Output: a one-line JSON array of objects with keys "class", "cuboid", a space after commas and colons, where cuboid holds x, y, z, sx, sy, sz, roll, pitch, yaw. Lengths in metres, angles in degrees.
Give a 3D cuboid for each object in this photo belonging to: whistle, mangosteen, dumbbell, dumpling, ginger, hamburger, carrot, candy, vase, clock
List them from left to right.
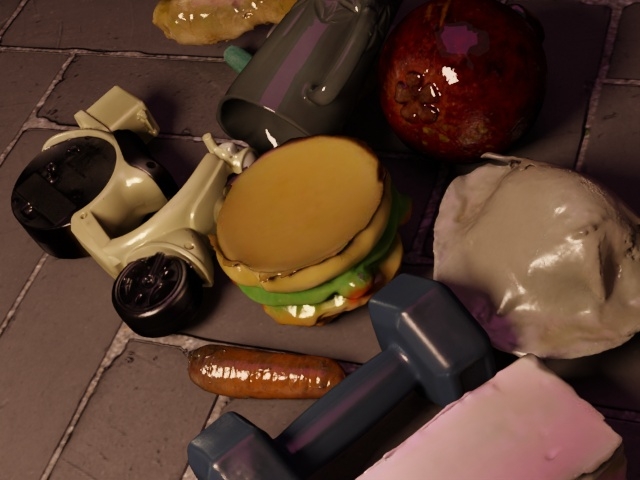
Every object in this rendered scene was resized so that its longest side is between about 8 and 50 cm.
[{"class": "clock", "cuboid": [-0.233, -0.052, 1.403, 0.379, 0.120, 0.276, 31, 70, 36]}, {"class": "whistle", "cuboid": [-0.078, -0.231, 1.558, 0.039, 0.039, 0.186, -35, 50, -14]}, {"class": "carrot", "cuboid": [-0.059, 0.152, 1.213, 0.186, 0.060, 0.060, 5, 52, 14]}, {"class": "ginger", "cuboid": [-0.011, -0.376, 1.539, 0.348, 0.122, 0.363, 32, 80, 12]}, {"class": "hamburger", "cuboid": [0.000, 0.000, 1.265, 0.237, 0.149, 0.237, -15, 45, 15]}, {"class": "vase", "cuboid": [0.012, -0.245, 1.358, 0.300, 0.156, 0.251, -60, 19, -9]}, {"class": "dumbbell", "cuboid": [0.026, 0.176, 1.097, 0.316, 0.143, 0.156, -37, 78, -16]}, {"class": "mangosteen", "cuboid": [0.195, -0.212, 1.362, 0.215, 0.215, 0.257, 24, 39, 32]}, {"class": "candy", "cuboid": [0.152, 0.243, 1.030, 0.265, 0.115, 0.155, -36, 49, -15]}, {"class": "dumpling", "cuboid": [0.253, 0.024, 1.185, 0.293, 0.163, 0.204, 31, 99, 34]}]

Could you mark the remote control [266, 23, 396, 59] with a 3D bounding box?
[{"class": "remote control", "cuboid": [0.041, -0.295, 1.588, 0.261, 0.029, 0.067, 14, 59, 29]}]
